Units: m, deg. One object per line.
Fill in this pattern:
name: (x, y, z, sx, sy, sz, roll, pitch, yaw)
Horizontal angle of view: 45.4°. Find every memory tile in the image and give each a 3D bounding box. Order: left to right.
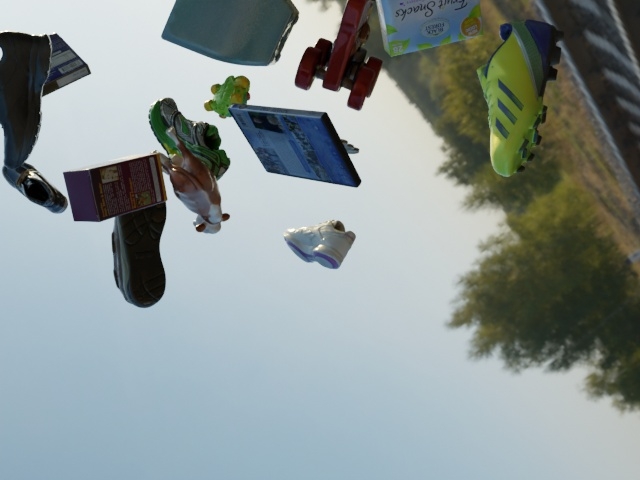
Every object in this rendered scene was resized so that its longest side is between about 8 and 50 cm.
memory tile: (0.010, -0.217, 1.798, 0.113, 0.148, 0.012, 18, -108, -64)

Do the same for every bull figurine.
bull figurine: (-0.299, -0.128, 1.780, 0.188, 0.101, 0.310, 50, 166, 12)

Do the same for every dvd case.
dvd case: (-0.051, -0.187, 1.493, 0.253, 0.022, 0.180, 13, 147, 40)

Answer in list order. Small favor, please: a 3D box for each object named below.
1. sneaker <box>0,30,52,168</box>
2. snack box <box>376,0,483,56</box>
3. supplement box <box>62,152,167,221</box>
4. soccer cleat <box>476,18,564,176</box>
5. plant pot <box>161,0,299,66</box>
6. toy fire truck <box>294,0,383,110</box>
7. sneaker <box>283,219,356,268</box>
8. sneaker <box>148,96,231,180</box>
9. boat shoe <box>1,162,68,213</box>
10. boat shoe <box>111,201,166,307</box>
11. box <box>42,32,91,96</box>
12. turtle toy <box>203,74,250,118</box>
sneaker: (-0.632, -0.290, 1.570, 0.130, 0.286, 0.109, 8, -173, -22)
snack box: (0.184, -0.447, 1.345, 0.070, 0.175, 0.207, -103, -1, -63)
supplement box: (-0.407, -0.108, 1.533, 0.188, 0.081, 0.104, -25, -69, -52)
soccer cleat: (0.295, -0.223, 1.190, 0.093, 0.121, 0.289, 72, -145, -61)
plant pot: (-0.195, -0.544, 1.850, 0.252, 0.247, 0.247, 27, -165, -1)
toy fire truck: (0.071, -0.461, 1.774, 0.169, 0.254, 0.302, 22, -153, 2)
sneaker: (0.000, 0.000, 2.451, 0.305, 0.152, 0.114, 19, 156, 50)
sneaker: (-0.333, -0.261, 1.988, 0.343, 0.146, 0.134, 55, -179, 33)
boat shoe: (-0.640, -0.129, 1.682, 0.183, 0.065, 0.083, 33, 174, 12)
boat shoe: (-0.438, -0.007, 1.779, 0.123, 0.120, 0.324, -1, -87, -42)
box: (-0.683, -0.447, 1.930, 0.225, 0.136, 0.036, 44, 158, 38)
turtle toy: (-0.191, -0.315, 1.670, 0.066, 0.095, 0.130, 51, -136, -43)
